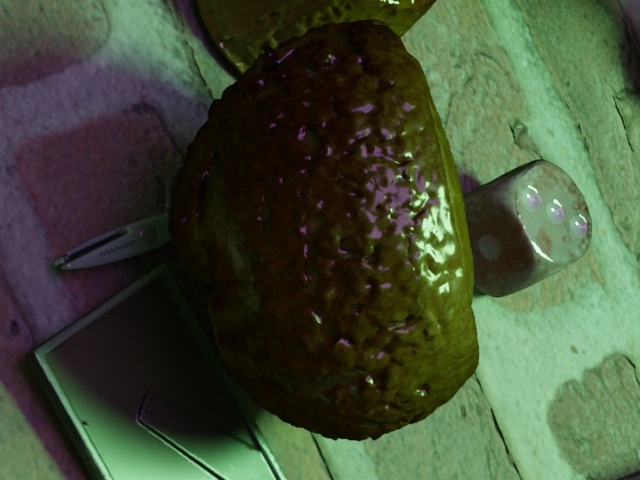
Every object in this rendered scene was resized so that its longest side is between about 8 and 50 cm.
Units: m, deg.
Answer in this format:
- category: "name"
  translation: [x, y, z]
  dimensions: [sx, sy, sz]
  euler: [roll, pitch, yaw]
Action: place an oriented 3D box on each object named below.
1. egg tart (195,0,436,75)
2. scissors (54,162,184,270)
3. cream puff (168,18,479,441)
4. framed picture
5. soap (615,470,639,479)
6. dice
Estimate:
- category: "egg tart"
  translation: [0.012, -0.224, 1.621]
  dimensions: [0.202, 0.147, 0.203]
  euler: [16, 64, -37]
- category: "scissors"
  translation: [-0.131, -0.005, 1.496]
  dimensions: [0.176, 0.022, 0.085]
  euler: [-21, 94, -46]
- category: "cream puff"
  translation: [0.000, 0.000, 1.453]
  dimensions: [0.212, 0.303, 0.303]
  euler: [-13, 80, -5]
- category: "framed picture"
  translation: [-0.114, 0.135, 1.449]
  dimensions: [0.150, 0.015, 0.203]
  euler: [-37, 102, -43]
- category: "soap"
  translation: [0.379, 0.267, 1.781]
  dimensions: [0.259, 0.081, 0.181]
  euler: [-14, 82, -42]
- category: "dice"
  translation: [0.170, -0.011, 1.706]
  dimensions: [0.091, 0.094, 0.093]
  euler: [-30, 95, -44]
